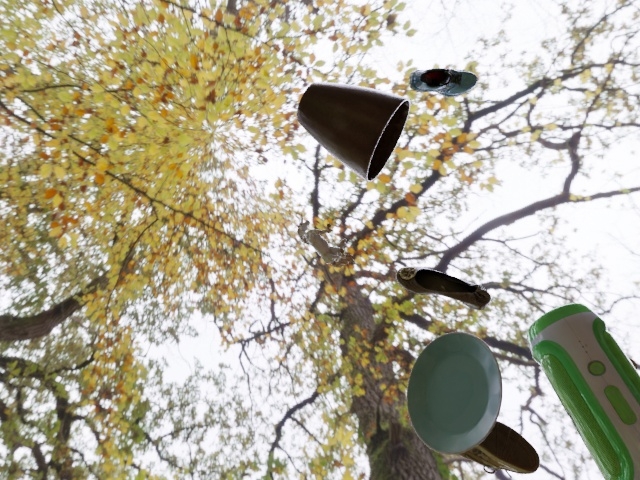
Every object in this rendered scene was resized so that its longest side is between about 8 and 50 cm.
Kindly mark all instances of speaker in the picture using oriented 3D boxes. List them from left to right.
[{"bbox_3d":[0.424,0.242,0.791,0.131,0.297,0.131,-11,-40,-9],"label":"speaker"}]

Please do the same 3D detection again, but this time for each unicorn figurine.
[{"bbox_3d":[0.000,0.000,1.216,0.060,0.111,0.162,-29,-92,-33],"label":"unicorn figurine"}]

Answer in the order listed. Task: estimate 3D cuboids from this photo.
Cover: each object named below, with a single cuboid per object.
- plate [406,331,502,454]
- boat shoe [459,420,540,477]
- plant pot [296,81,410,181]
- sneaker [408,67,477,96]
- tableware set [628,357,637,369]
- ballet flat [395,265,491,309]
[{"bbox_3d":[0.211,0.238,0.848,0.024,0.188,0.188,24,-84,-33],"label":"plate"},{"bbox_3d":[0.381,0.488,1.308,0.285,0.104,0.090,22,-54,25],"label":"boat shoe"},{"bbox_3d":[0.066,-0.289,1.310,0.230,0.215,0.216,29,-85,14],"label":"plant pot"},{"bbox_3d":[0.287,-0.362,1.232,0.161,0.073,0.064,-5,-80,-12],"label":"sneaker"},{"bbox_3d":[0.901,0.385,1.544,0.024,0.154,0.104,-11,-88,-39],"label":"tableware set"},{"bbox_3d":[0.311,0.112,1.379,0.084,0.249,0.058,-58,-27,-29],"label":"ballet flat"}]
